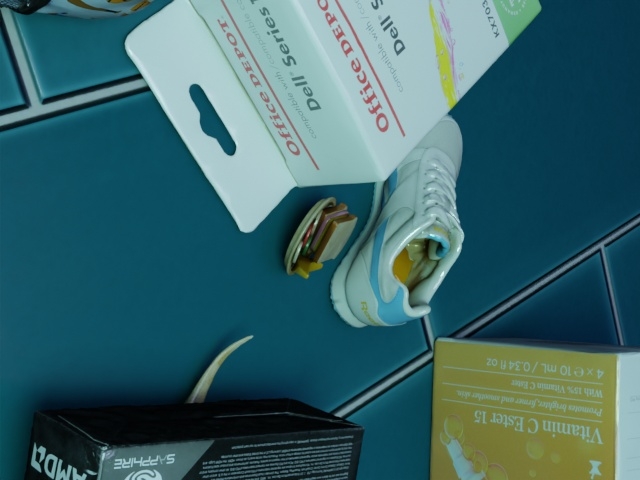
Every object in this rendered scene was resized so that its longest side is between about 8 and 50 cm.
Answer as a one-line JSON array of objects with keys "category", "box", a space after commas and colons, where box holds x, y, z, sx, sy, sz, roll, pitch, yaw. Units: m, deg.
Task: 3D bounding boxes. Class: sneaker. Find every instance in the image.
[{"category": "sneaker", "box": [0.094, -0.021, 0.873, 0.087, 0.092, 0.229, 37, 64, -33]}]

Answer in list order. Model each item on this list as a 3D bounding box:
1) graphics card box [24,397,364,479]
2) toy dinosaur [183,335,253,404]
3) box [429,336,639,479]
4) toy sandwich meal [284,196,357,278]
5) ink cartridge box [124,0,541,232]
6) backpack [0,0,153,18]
[{"category": "graphics card box", "box": [-0.103, 0.300, 0.649, 0.232, 0.094, 0.371, 6, 95, -44]}, {"category": "toy dinosaur", "box": [-0.111, 0.155, 0.724, 0.092, 0.053, 0.183, 23, 76, -54]}, {"category": "box", "box": [0.236, 0.272, 0.911, 0.168, 0.215, 0.345, 5, 85, -41]}, {"category": "toy sandwich meal", "box": [0.000, 0.000, 0.805, 0.086, 0.029, 0.085, -56, 168, -18]}, {"category": "ink cartridge box", "box": [0.029, -0.186, 0.800, 0.353, 0.119, 0.207, -48, 119, -31]}, {"category": "backpack", "box": [-0.165, -0.268, 0.582, 0.263, 0.213, 0.277, 0, 86, -53]}]
